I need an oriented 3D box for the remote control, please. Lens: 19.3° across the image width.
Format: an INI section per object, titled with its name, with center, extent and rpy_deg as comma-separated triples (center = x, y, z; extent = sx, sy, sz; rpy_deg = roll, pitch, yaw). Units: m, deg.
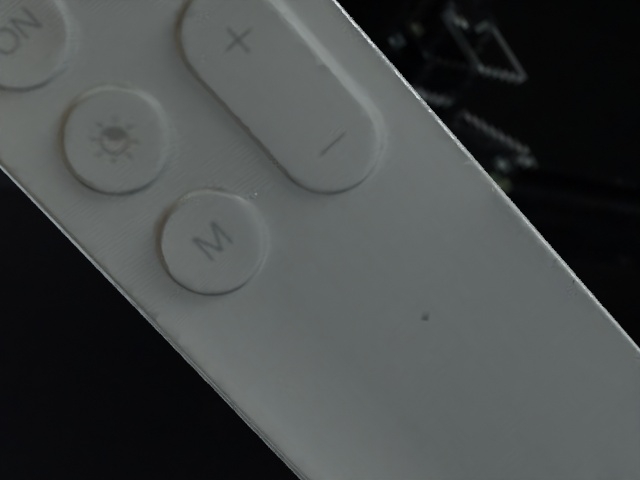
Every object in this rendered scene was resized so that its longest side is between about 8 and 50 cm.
[remote control]
center = 0.000, 0.000, 0.407
extent = 0.077, 0.022, 0.245
rpy_deg = -40, -75, 8
